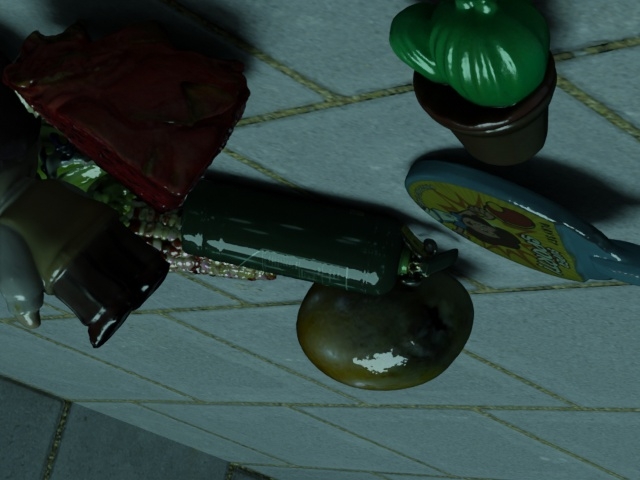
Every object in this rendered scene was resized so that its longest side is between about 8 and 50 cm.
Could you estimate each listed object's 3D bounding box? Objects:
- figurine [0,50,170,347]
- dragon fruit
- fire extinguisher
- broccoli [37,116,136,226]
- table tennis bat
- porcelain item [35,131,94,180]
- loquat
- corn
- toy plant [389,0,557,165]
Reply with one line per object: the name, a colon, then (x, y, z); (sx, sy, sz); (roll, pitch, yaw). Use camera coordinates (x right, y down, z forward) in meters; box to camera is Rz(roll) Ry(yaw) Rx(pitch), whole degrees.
figurine: (-0.328, -0.049, 1.642); (0.365, 0.218, 0.206); (48, 153, -8)
dragon fruit: (-0.175, -0.144, 1.494); (0.205, 0.152, 0.317); (35, 175, -7)
fire extinguisher: (0.000, 0.000, 1.874); (0.311, 0.095, 0.114); (13, -160, 10)
broccoli: (-0.312, -0.043, 1.833); (0.273, 0.180, 0.242); (3, 159, 33)
table tennis bat: (0.234, -0.007, 1.650); (0.329, 0.044, 0.215); (20, 165, 25)
porcelain item: (-0.263, -0.116, 1.740); (0.075, 0.136, 0.021); (56, 172, 9)
loquat: (0.082, 0.101, 1.993); (0.227, 0.179, 0.179); (-4, 156, 30)
corn: (-0.173, 0.004, 2.026); (0.280, 0.092, 0.092); (10, 163, 8)
toy plant: (0.124, -0.146, 1.292); (0.143, 0.105, 0.200); (20, 151, 34)
